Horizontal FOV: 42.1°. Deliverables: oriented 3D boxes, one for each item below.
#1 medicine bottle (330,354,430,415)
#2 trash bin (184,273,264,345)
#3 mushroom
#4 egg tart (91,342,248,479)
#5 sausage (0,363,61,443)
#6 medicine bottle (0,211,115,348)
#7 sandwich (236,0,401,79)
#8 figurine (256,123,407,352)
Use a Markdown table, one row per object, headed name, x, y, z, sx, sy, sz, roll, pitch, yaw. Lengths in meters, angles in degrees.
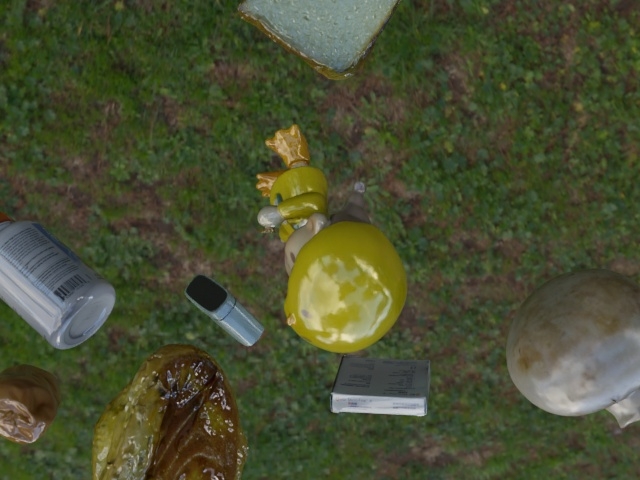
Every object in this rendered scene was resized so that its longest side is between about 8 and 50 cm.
| name | x | y | z | sx | sy | sz | roll | pitch | yaw |
| --- | --- | --- | --- | --- | --- | --- | --- | --- | --- |
| medicine bottle | 0.132 | 0.307 | 1.780 | 0.201 | 0.171 | 0.052 | 1 | 111 | 9 |
| trash bin | -0.183 | 0.133 | 1.583 | 0.059 | 0.116 | 0.130 | -49 | 135 | -10 |
| mushroom | 0.497 | 0.210 | 1.523 | 0.298 | 0.297 | 0.290 | -31 | 113 | 21 |
| egg tart | -0.259 | 0.348 | 1.416 | 0.153 | 0.351 | 0.339 | -9 | 149 | 28 |
| sausage | -0.561 | 0.303 | 1.563 | 0.136 | 0.241 | 0.120 | 42 | 85 | -7 |
| medicine bottle | -0.546 | 0.065 | 1.600 | 0.289 | 0.157 | 0.157 | 38 | 129 | 15 |
| sandwich | 0.016 | -0.412 | 1.345 | 0.226 | 0.087 | 0.251 | 32 | 91 | -13 |
| figurine | 0.000 | 0.000 | 1.233 | 0.187 | 0.343 | 0.215 | -19 | 150 | -9 |
